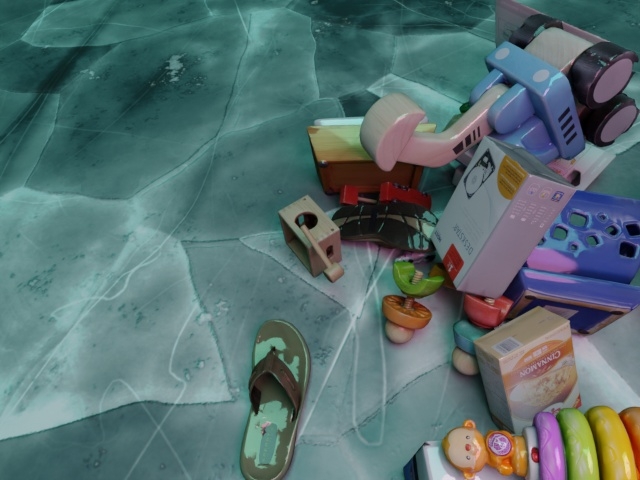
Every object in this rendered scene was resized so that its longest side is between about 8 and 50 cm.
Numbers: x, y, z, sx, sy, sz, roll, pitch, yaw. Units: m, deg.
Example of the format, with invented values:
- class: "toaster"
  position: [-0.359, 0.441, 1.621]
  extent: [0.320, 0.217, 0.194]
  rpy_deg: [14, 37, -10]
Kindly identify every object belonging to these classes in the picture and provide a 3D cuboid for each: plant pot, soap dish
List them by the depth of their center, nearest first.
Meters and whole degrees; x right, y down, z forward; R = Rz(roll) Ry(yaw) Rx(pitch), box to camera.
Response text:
- class: "plant pot"
  position: [0.463, 0.051, 0.816]
  extent: [0.236, 0.236, 0.212]
  rpy_deg: [9, 64, 11]
- class: "soap dish"
  position: [0.122, -0.200, 1.029]
  extent: [0.291, 0.229, 0.118]
  rpy_deg: [0, 73, 5]

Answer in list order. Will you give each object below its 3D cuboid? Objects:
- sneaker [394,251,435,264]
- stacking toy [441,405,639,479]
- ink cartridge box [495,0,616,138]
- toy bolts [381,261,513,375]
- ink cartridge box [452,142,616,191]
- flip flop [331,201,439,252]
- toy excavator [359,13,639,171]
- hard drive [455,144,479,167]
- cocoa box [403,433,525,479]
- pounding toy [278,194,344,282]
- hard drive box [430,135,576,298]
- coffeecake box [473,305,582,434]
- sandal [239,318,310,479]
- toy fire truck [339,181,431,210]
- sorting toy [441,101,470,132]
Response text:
- class: "sneaker"
  position: [0.210, 0.023, 0.972]
  extent: [0.098, 0.038, 0.069]
  rpy_deg: [-9, 52, -10]
- class: "stacking toy"
  position: [0.295, 0.252, 0.476]
  extent: [0.302, 0.165, 0.175]
  rpy_deg: [0, 63, 19]
- class: "ink cartridge box"
  position: [0.593, -0.448, 1.054]
  extent: [0.091, 0.385, 0.308]
  rpy_deg: [-46, 61, 5]
- class: "toy bolts"
  position: [0.258, 0.154, 0.837]
  extent: [0.218, 0.158, 0.229]
  rpy_deg: [-1, 20, -44]
- class: "ink cartridge box"
  position: [0.532, -0.177, 1.058]
  extent: [0.296, 0.066, 0.261]
  rpy_deg: [-39, 61, -19]
- class: "flip flop"
  position: [0.152, -0.025, 0.973]
  extent: [0.277, 0.080, 0.112]
  rpy_deg: [4, 69, 34]
- class: "toy excavator"
  position: [0.353, -0.242, 0.850]
  extent: [0.445, 0.433, 0.222]
  rpy_deg: [-43, 48, 15]
- class: "hard drive"
  position: [0.473, -0.267, 1.036]
  extent: [0.210, 0.040, 0.319]
  rpy_deg: [40, 67, 13]
- class: "cocoa box"
  position: [0.261, 0.458, 0.545]
  extent: [0.232, 0.227, 0.346]
  rpy_deg: [-5, 55, -1]
- class: "pounding toy"
  position: [0.003, -0.002, 0.918]
  extent: [0.094, 0.181, 0.206]
  rpy_deg: [-32, 58, -16]
- class: "hard drive box"
  position: [0.309, -0.043, 0.755]
  extent: [0.089, 0.232, 0.181]
  rpy_deg: [13, 30, -12]
- class: "coffeecake box"
  position: [0.358, 0.230, 0.721]
  extent: [0.143, 0.185, 0.068]
  rpy_deg: [-24, 21, -11]
- class: "sandal"
  position: [-0.084, 0.287, 0.784]
  extent: [0.120, 0.086, 0.302]
  rpy_deg: [-1, 55, 5]
- class: "toy fire truck"
  position: [0.158, -0.100, 1.024]
  extent: [0.192, 0.135, 0.047]
  rpy_deg: [11, 80, -30]
- class: "sorting toy"
  position: [0.393, -0.287, 1.130]
  extent: [0.132, 0.046, 0.274]
  rpy_deg: [6, 50, 50]
